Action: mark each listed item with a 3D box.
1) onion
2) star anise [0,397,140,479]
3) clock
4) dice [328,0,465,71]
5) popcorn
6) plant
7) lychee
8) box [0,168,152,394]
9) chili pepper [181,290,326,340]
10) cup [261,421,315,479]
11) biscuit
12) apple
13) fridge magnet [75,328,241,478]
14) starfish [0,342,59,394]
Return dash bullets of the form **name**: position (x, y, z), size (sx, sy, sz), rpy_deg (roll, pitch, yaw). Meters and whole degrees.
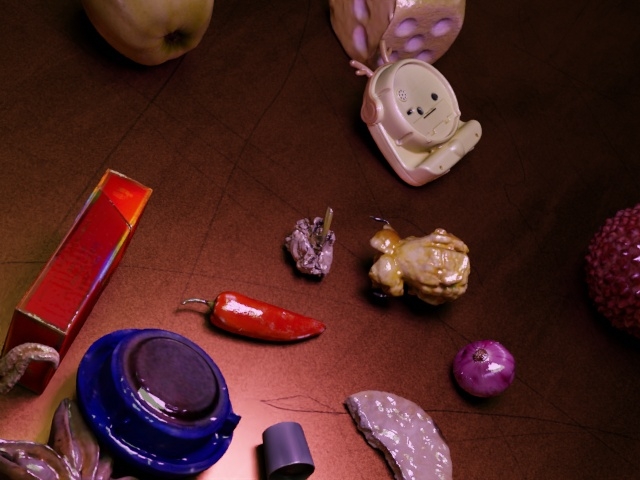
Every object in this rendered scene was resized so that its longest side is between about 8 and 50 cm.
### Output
- **onion**: position (0.304, 0.239, 1.845), size (0.115, 0.104, 0.115), rpy_deg (-14, 50, 18)
- **star anise**: position (-0.341, 0.388, 1.388), size (0.349, 0.109, 0.292), rpy_deg (45, 42, -9)
- **clock**: position (0.192, -0.285, 2.127), size (0.308, 0.096, 0.235), rpy_deg (53, 51, -6)
- **dice**: position (0.175, -0.535, 2.271), size (0.226, 0.233, 0.238), rpy_deg (-8, 60, -31)
- **popcorn**: position (0.187, 0.043, 1.900), size (0.195, 0.174, 0.168), rpy_deg (3, 11, 7)
- **plant**: position (0.000, 0.000, 1.860), size (0.104, 0.122, 0.117), rpy_deg (9, 44, -34)
- **lychee**: position (0.696, 0.061, 2.026), size (0.306, 0.330, 0.306), rpy_deg (1, 83, -10)
- **box**: position (-0.382, 0.061, 1.568), size (0.089, 0.197, 0.313), rpy_deg (27, 48, -6)
- **chili pepper**: position (-0.111, 0.135, 1.741), size (0.272, 0.063, 0.071), rpy_deg (15, 63, -19)
- **cup**: position (-0.047, 0.344, 1.609), size (0.100, 0.078, 0.077), rpy_deg (35, 31, -47)
- **biscuit**: position (0.156, 0.353, 1.720), size (0.133, 0.032, 0.250), rpy_deg (-20, 65, -35)
- **apple**: position (-0.339, -0.494, 1.966), size (0.279, 0.279, 0.279), rpy_deg (13, 51, -17)
- **fridge magnet**: position (-0.244, 0.238, 1.527), size (0.265, 0.113, 0.265), rpy_deg (28, 32, -19)
- **starfish**: position (-0.554, 0.208, 1.408), size (0.375, 0.094, 0.327), rpy_deg (-20, 93, -2)
